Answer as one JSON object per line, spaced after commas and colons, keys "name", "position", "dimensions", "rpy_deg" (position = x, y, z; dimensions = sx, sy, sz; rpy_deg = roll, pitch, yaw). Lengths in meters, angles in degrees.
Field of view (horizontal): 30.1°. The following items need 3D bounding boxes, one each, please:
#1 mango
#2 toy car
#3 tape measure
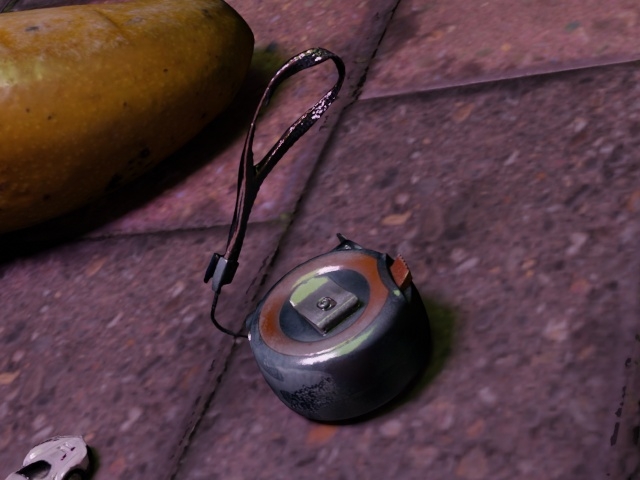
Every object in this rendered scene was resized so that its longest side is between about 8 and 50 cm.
{"name": "mango", "position": [-0.207, -0.094, 0.890], "dimensions": [0.329, 0.175, 0.176], "rpy_deg": [-8, 60, -3]}
{"name": "toy car", "position": [-0.168, 0.145, 0.675], "dimensions": [0.041, 0.025, 0.093], "rpy_deg": [12, 52, 40]}
{"name": "tape measure", "position": [-0.004, 0.001, 0.628], "dimensions": [0.104, 0.180, 0.107], "rpy_deg": [-25, 32, -23]}
